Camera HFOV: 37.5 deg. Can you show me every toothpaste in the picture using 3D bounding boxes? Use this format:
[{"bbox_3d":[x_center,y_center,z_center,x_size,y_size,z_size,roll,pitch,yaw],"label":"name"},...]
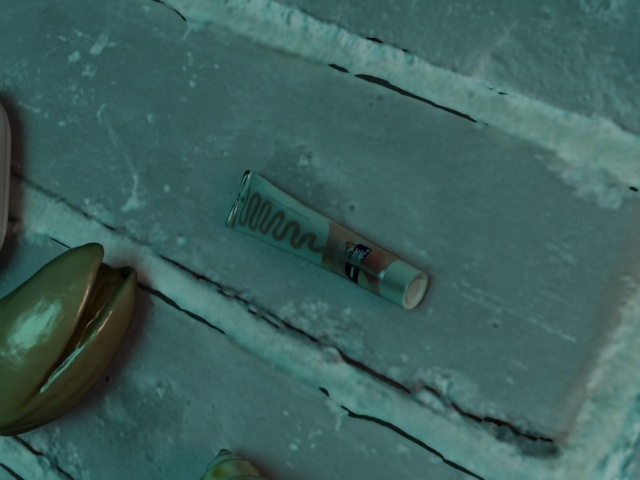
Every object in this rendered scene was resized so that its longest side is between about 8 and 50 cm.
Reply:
[{"bbox_3d":[0.000,0.000,0.805,0.205,0.036,0.056,27,99,33],"label":"toothpaste"}]

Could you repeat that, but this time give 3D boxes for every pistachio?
[{"bbox_3d":[-0.263,0.095,0.893,0.226,0.136,0.136,-45,65,10],"label":"pistachio"}]

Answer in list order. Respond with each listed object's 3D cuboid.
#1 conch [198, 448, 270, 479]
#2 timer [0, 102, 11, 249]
[{"bbox_3d":[-0.029,0.320,0.690,0.249,0.197,0.368,-15,71,3],"label":"conch"},{"bbox_3d":[-0.445,-0.056,1.031,0.262,0.087,0.237,-7,80,29],"label":"timer"}]
